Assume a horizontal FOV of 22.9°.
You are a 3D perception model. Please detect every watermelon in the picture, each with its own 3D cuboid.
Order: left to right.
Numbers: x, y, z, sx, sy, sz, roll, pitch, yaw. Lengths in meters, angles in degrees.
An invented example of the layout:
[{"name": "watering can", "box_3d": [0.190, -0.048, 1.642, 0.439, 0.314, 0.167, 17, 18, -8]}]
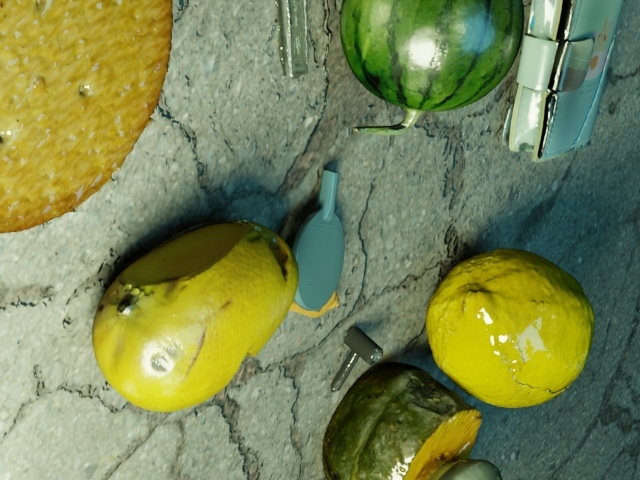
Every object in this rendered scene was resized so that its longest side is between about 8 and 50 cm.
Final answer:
[{"name": "watermelon", "box_3d": [0.112, -0.210, 1.600, 0.188, 0.188, 0.214, -4, 102, -53]}]

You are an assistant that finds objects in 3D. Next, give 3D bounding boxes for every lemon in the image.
[{"name": "lemon", "box_3d": [0.239, 0.110, 1.988, 0.260, 0.204, 0.204, 26, 89, -56]}]

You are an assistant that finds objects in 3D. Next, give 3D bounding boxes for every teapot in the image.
[{"name": "teapot", "box_3d": [0.173, 0.326, 1.871, 0.166, 0.119, 0.130, 20, 99, -54]}]

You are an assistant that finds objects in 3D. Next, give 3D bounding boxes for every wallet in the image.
[{"name": "wallet", "box_3d": [0.313, -0.231, 1.976, 0.176, 0.075, 0.250, -19, 125, -52]}]

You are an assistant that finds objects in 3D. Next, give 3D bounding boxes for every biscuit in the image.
[{"name": "biscuit", "box_3d": [-0.238, -0.146, 1.301, 0.305, 0.038, 0.305, -30, 133, -39]}]

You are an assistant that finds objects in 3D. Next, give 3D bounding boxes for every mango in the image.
[{"name": "mango", "box_3d": [-0.112, 0.067, 1.540, 0.262, 0.130, 0.167, -38, 141, -41]}]

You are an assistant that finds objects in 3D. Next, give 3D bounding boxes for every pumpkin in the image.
[{"name": "pumpkin", "box_3d": [0.120, 0.271, 1.990, 0.190, 0.139, 0.280, -58, 148, -7]}]

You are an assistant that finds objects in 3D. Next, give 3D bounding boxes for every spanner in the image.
[{"name": "spanner", "box_3d": [-0.030, -0.295, 1.505, 0.093, 0.026, 0.325, -38, 141, -36]}]

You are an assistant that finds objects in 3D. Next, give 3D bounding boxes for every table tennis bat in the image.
[{"name": "table tennis bat", "box_3d": [0.000, 0.000, 1.713, 0.100, 0.019, 0.155, 7, 92, -58]}]

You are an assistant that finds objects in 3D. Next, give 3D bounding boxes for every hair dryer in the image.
[{"name": "hair dryer", "box_3d": [0.036, 0.149, 1.881, 0.026, 0.047, 0.083, 8, 120, -56]}]

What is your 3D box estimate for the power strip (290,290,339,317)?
[{"name": "power strip", "box_3d": [-0.026, 0.051, 1.736, 0.178, 0.028, 0.049, 23, 92, -57]}]
